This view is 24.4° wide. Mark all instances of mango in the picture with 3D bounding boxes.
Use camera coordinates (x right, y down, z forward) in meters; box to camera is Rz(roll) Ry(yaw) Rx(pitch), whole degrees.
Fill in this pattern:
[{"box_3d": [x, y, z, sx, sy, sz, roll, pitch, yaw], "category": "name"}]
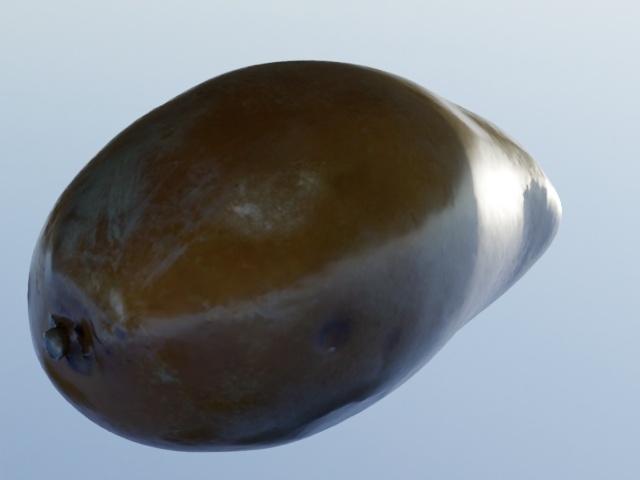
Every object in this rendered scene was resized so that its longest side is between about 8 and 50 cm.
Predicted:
[{"box_3d": [0.000, 0.000, 0.832, 0.384, 0.199, 0.221, -15, 162, -45], "category": "mango"}]
